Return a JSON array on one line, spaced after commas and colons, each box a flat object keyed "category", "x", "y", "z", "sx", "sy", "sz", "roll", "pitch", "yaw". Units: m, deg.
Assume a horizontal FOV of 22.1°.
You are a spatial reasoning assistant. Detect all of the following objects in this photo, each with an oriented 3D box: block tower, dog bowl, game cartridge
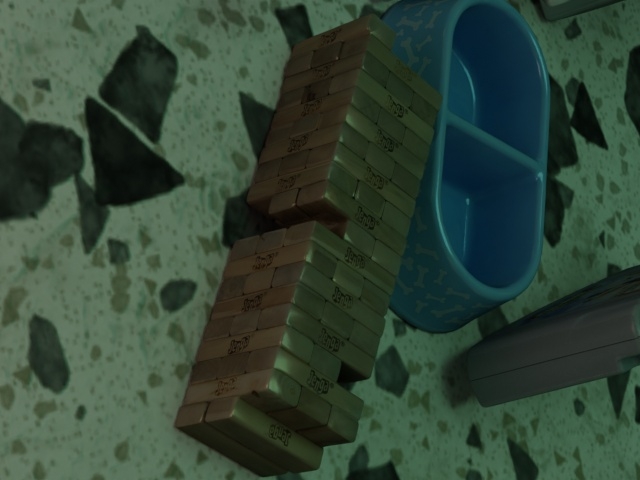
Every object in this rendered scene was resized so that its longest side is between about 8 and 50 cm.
[{"category": "block tower", "x": 0.000, "y": 0.000, "z": 1.195, "sx": 0.097, "sy": 0.091, "sz": 0.335, "roll": 36, "pitch": 56, "yaw": -34}, {"category": "dog bowl", "x": 0.118, "y": -0.074, "z": 1.350, "sx": 0.166, "sy": 0.074, "sz": 0.297, "roll": 25, "pitch": 61, "yaw": -39}, {"category": "game cartridge", "x": 0.260, "y": 0.060, "z": 1.365, "sx": 0.297, "sy": 0.198, "sz": 0.062, "roll": -21, "pitch": 94, "yaw": -48}]

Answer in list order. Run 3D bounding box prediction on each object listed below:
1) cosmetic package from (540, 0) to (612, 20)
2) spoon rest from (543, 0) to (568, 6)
[{"category": "cosmetic package", "x": 0.394, "y": -0.431, "z": 1.549, "sx": 0.393, "sy": 0.329, "sz": 0.327, "roll": -22, "pitch": 95, "yaw": -48}, {"category": "spoon rest", "x": 0.200, "y": -0.346, "z": 1.410, "sx": 0.137, "sy": 0.084, "sz": 0.276, "roll": -90, "pitch": 165, "yaw": -71}]
